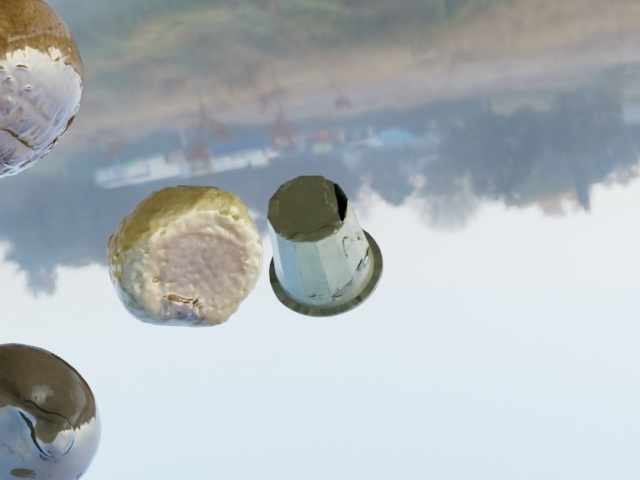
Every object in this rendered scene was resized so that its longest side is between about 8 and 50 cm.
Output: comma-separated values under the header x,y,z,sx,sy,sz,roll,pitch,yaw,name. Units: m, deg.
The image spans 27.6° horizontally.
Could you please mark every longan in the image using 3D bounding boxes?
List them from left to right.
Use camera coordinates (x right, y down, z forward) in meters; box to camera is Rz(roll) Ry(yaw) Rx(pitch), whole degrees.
x,y,z,sx,sy,sz,roll,pitch,yaw,name
-0.325,0.199,1.439,0.159,0.185,0.204,-46,-154,-20,longan

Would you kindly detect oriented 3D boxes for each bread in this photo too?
x,y,z,sx,sy,sz,roll,pitch,yaw,name
-0.206,0.023,1.932,0.244,0.244,0.134,-14,-147,-32,bread

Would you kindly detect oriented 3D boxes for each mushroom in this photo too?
x,y,z,sx,sy,sz,roll,pitch,yaw,name
-0.323,-0.124,1.110,0.253,0.153,0.253,-10,172,-1,mushroom

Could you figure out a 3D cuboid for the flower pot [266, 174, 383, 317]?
x,y,z,sx,sy,sz,roll,pitch,yaw,name
0.000,0.000,2.295,0.212,0.212,0.202,-11,146,0,flower pot
